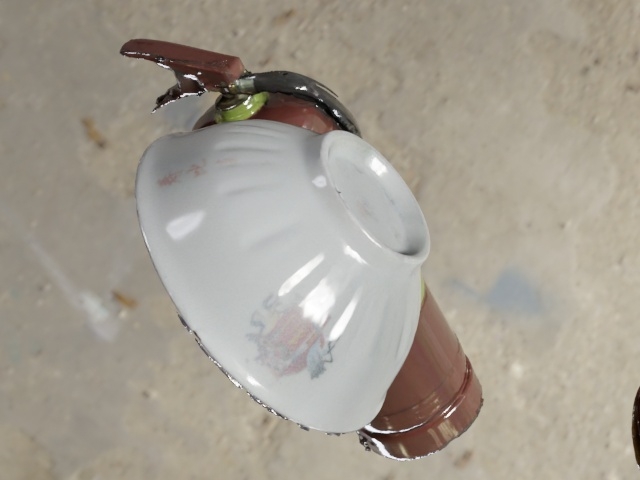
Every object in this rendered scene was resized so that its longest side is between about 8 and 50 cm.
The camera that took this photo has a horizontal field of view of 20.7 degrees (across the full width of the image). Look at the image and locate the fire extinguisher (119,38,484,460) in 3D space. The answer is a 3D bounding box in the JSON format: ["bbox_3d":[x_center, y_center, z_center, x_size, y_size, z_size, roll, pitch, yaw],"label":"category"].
[{"bbox_3d":[-0.011,-0.002,1.141,0.141,0.105,0.341,-9,129,29],"label":"fire extinguisher"}]

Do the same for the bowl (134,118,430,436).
[{"bbox_3d":[0.000,0.000,0.905,0.086,0.189,0.189,-37,103,26],"label":"bowl"}]

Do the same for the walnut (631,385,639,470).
[{"bbox_3d":[0.306,0.175,1.378,0.116,0.207,0.116,-14,147,-9],"label":"walnut"}]
